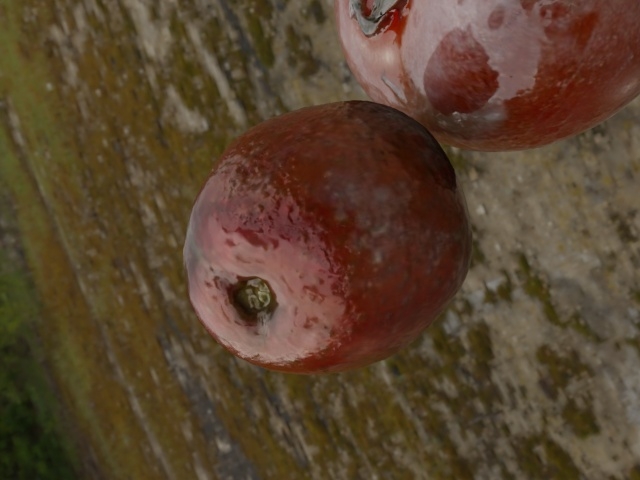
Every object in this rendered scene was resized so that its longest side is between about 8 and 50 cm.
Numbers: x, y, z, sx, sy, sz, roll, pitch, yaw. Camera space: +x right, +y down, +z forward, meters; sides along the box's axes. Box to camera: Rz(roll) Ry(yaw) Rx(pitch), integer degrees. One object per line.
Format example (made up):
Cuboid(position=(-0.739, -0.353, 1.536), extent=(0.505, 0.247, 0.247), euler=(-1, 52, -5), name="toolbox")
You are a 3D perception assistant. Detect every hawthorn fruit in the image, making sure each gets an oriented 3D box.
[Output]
Cuboid(position=(0.000, 0.000, 0.645), extent=(0.173, 0.172, 0.173), euler=(50, 153, 39), name="hawthorn fruit")

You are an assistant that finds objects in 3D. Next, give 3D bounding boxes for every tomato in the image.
Cuboid(position=(0.132, -0.192, 0.704), extent=(0.270, 0.227, 0.270), euler=(174, 90, -69), name="tomato")
